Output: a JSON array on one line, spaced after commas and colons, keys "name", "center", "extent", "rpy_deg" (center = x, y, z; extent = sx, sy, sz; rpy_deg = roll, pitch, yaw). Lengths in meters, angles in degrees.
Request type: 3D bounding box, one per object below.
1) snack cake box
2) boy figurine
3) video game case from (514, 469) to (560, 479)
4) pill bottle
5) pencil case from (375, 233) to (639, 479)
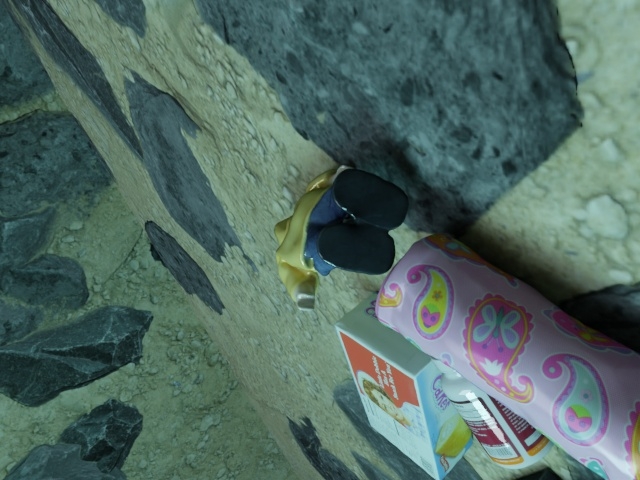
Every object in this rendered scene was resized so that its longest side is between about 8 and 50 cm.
[{"name": "snack cake box", "center": [0.130, 0.220, 0.746], "extent": [0.152, 0.089, 0.264], "rpy_deg": [28, 146, 45]}, {"name": "boy figurine", "center": [0.000, 0.000, 0.611], "extent": [0.092, 0.177, 0.285], "rpy_deg": [18, 170, -13]}, {"name": "video game case", "center": [0.368, 0.461, 0.724], "extent": [0.248, 0.035, 0.274], "rpy_deg": [42, 154, 21]}, {"name": "pill bottle", "center": [0.196, 0.178, 0.579], "extent": [0.152, 0.086, 0.086], "rpy_deg": [55, 155, -5]}, {"name": "pencil case", "center": [0.188, 0.106, 0.455], "extent": [0.284, 0.124, 0.124], "rpy_deg": [35, 151, 29]}]
